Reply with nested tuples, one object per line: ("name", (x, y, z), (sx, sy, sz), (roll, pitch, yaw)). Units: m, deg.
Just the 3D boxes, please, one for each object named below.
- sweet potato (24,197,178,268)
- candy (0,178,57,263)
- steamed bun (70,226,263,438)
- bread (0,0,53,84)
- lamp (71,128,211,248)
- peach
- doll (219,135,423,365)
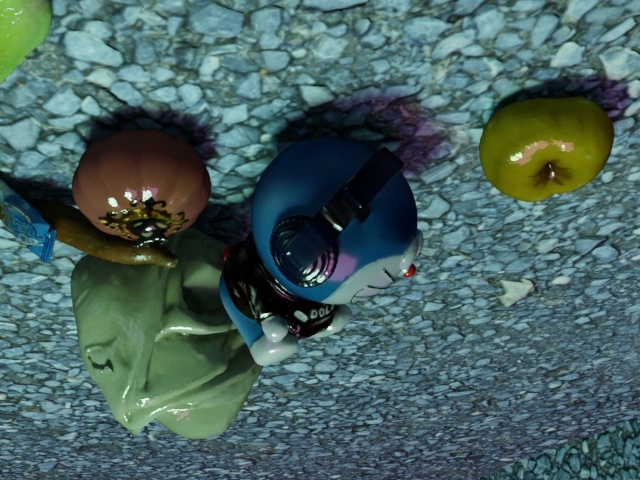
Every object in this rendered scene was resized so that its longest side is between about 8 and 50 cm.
("sweet potato", (-0.324, -0.006, 1.194), (0.265, 0.057, 0.057), (22, 153, 12))
("candy", (-0.425, -0.035, 1.179), (0.136, 0.038, 0.088), (43, 143, 6))
("steamed bun", (-0.200, 0.123, 1.271), (0.219, 0.324, 0.310), (-30, 151, 31))
("bread", (-0.433, -0.244, 0.852), (0.302, 0.045, 0.301), (-3, 150, -2))
("lamp", (-0.236, -0.065, 1.106), (0.182, 0.140, 0.182), (-7, 150, -4))
("peach", (0.303, -0.123, 1.122), (0.179, 0.103, 0.179), (-1, 147, -1))
("doll", (0.000, 0.000, 1.135), (0.240, 0.284, 0.310), (45, 123, 1))
